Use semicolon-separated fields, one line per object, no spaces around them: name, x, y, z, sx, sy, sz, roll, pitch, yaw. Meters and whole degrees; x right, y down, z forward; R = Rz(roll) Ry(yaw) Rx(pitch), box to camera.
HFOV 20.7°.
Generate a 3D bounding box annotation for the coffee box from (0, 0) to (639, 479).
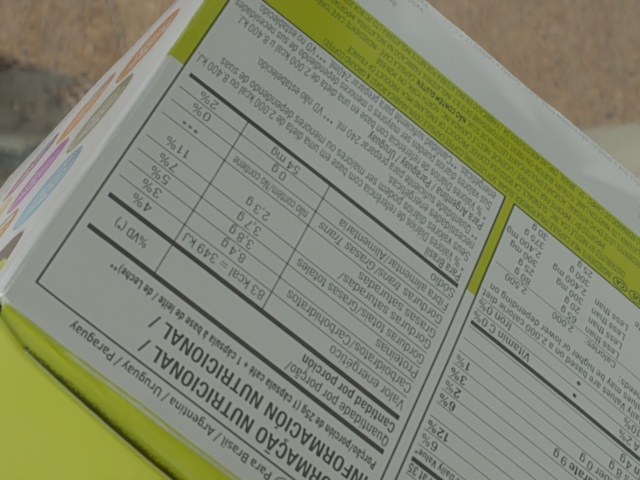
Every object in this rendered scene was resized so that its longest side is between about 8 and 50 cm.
coffee box;-0.037;0.094;0.935;0.338;0.334;0.338;39;-44;-12
